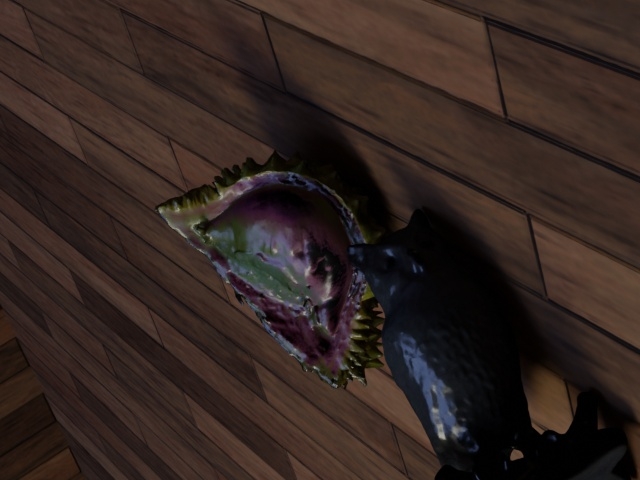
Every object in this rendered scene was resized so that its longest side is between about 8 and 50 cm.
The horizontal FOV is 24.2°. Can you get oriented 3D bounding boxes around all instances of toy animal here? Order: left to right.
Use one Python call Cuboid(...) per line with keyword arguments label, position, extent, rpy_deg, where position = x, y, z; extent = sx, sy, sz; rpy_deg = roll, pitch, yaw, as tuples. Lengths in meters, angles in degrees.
Cuboid(label="toy animal", position=(0.094, 0.083, 0.923), extent=(0.117, 0.121, 0.210), rpy_deg=(87, 160, -61))

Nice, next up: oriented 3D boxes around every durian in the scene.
Cuboid(label="durian", position=(0.002, -0.002, 1.018), extent=(0.187, 0.119, 0.108), rpy_deg=(45, 121, 0))
